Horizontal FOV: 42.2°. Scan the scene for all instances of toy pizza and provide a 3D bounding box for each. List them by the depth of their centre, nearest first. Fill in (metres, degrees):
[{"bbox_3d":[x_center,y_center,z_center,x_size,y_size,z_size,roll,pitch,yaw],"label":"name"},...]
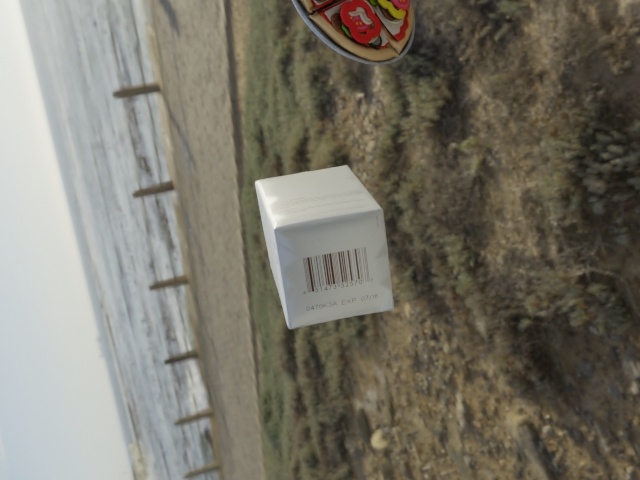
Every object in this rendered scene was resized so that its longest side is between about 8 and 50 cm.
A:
[{"bbox_3d":[0.044,-0.311,1.027,0.032,0.201,0.201,-32,71,49],"label":"toy pizza"}]

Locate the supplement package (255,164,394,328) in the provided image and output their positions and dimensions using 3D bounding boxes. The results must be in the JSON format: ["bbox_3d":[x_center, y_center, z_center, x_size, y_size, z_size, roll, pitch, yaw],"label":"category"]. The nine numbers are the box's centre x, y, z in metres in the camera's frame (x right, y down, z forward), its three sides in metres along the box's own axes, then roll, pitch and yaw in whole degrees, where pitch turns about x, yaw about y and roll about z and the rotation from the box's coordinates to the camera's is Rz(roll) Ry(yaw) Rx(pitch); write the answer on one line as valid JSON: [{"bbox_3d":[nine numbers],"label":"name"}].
[{"bbox_3d":[0.000,0.000,0.836,0.179,0.105,0.105,-115,15,-69],"label":"supplement package"}]
